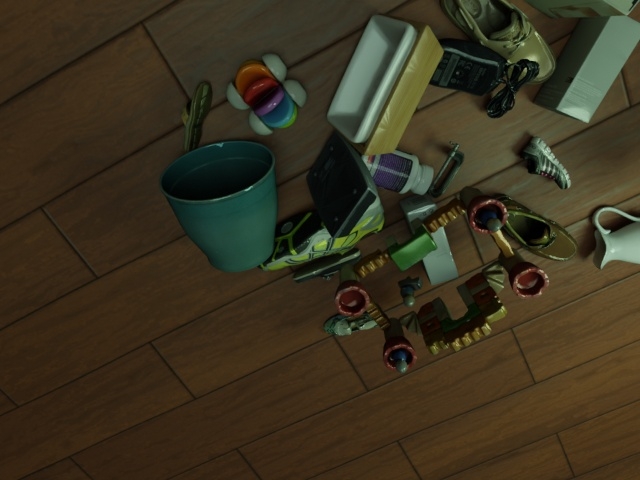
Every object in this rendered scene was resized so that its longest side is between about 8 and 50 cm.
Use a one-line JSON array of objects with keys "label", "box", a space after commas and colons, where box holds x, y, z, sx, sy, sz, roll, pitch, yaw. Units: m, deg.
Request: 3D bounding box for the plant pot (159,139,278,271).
[{"label": "plant pot", "box": [-0.222, -0.072, 1.215, 0.272, 0.271, 0.255, -10, 129, 1]}]

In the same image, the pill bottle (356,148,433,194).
[{"label": "pill bottle", "box": [0.185, -0.183, 1.256, 0.194, 0.108, 0.108, 17, 111, -9]}]

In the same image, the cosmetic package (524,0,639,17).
[{"label": "cosmetic package", "box": [0.549, -0.560, 1.012, 0.129, 0.296, 0.153, 26, 111, -14]}]

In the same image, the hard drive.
[{"label": "hard drive", "box": [0.049, -0.136, 1.189, 0.054, 0.254, 0.172, 15, 123, -31]}]

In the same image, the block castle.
[{"label": "block castle", "box": [0.288, 0.110, 1.207, 0.453, 0.213, 0.303, -34, 110, 13]}]

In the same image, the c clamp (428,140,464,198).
[{"label": "c clamp", "box": [0.322, -0.181, 1.271, 0.022, 0.137, 0.160, 39, 115, 29]}]

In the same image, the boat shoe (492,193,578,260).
[{"label": "boat shoe", "box": [0.594, -0.014, 1.351, 0.307, 0.104, 0.110, 25, 110, -13]}]

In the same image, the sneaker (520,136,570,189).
[{"label": "sneaker", "box": [0.593, -0.192, 1.299, 0.075, 0.063, 0.170, -41, 104, 13]}]

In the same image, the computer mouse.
[{"label": "computer mouse", "box": [0.358, -0.409, 1.172, 0.272, 0.072, 0.188, 18, 152, -3]}]

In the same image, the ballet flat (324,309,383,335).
[{"label": "ballet flat", "box": [0.101, 0.248, 1.460, 0.189, 0.070, 0.070, -20, 113, 6]}]

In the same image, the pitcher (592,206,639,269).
[{"label": "pitcher", "box": [0.877, -0.017, 1.366, 0.207, 0.125, 0.177, -8, 98, 13]}]

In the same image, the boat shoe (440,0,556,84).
[{"label": "boat shoe", "box": [0.425, -0.479, 1.140, 0.341, 0.110, 0.121, 31, 108, -15]}]

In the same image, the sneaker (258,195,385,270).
[{"label": "sneaker", "box": [0.000, 0.000, 1.311, 0.385, 0.145, 0.147, -25, 131, 16]}]

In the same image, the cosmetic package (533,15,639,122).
[{"label": "cosmetic package", "box": [0.637, -0.417, 1.170, 0.107, 0.127, 0.237, 18, 109, -11]}]

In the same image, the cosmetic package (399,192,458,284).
[{"label": "cosmetic package", "box": [0.295, -0.006, 1.334, 0.086, 0.117, 0.231, -20, 111, 6]}]

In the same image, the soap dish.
[{"label": "soap dish", "box": [0.142, -0.356, 1.125, 0.118, 0.229, 0.290, 15, 113, -27]}]

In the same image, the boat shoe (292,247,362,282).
[{"label": "boat shoe", "box": [0.023, 0.087, 1.382, 0.206, 0.075, 0.064, -21, 110, 1]}]

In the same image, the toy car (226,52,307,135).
[{"label": "toy car", "box": [-0.128, -0.341, 1.156, 0.159, 0.136, 0.182, -37, 110, 12]}]

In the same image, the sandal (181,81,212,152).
[{"label": "sandal", "box": [-0.317, -0.306, 1.207, 0.049, 0.072, 0.180, 27, 115, 9]}]
